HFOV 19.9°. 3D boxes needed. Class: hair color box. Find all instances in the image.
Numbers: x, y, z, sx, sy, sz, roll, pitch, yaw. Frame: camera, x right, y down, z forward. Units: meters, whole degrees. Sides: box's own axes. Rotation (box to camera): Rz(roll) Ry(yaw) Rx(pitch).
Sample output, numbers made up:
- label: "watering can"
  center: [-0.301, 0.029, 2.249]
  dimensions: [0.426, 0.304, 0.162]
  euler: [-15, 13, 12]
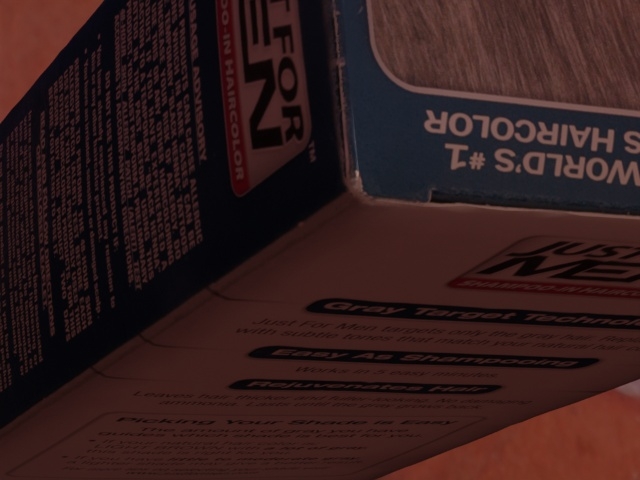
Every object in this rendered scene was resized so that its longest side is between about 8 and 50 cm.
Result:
- label: "hair color box"
  center: [0.000, 0.000, 0.554]
  dimensions: [0.173, 0.347, 0.105]
  euler: [4, 72, -27]
